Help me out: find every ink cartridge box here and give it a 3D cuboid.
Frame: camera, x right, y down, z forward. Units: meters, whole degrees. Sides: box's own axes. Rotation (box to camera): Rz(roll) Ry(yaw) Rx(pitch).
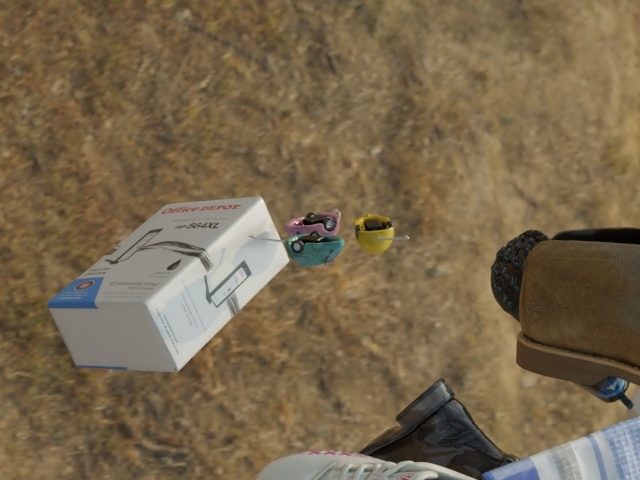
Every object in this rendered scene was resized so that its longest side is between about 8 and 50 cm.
[{"bbox_3d":[-0.152,0.042,1.469,0.203,0.148,0.086,-46,122,-42],"label":"ink cartridge box"}]

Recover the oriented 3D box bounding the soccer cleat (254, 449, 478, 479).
[{"bbox_3d":[0.071,0.295,1.689,0.143,0.331,0.116,71,30,-57],"label":"soccer cleat"}]

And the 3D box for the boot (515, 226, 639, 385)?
[{"bbox_3d":[0.288,0.058,1.093,0.112,0.305,0.115,-17,110,-54],"label":"boot"}]

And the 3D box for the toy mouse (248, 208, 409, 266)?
[{"bbox_3d":[0.000,0.000,1.443,0.143,0.161,0.031,-8,107,-10],"label":"toy mouse"}]

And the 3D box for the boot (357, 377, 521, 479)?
[{"bbox_3d":[0.161,0.326,1.857,0.229,0.263,0.091,47,34,9],"label":"boot"}]

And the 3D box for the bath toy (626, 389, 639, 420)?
[{"bbox_3d":[0.561,0.317,1.976,0.129,0.348,0.151,-26,131,-12],"label":"bath toy"}]

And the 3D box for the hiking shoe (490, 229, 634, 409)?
[{"bbox_3d":[0.322,0.108,1.962,0.132,0.113,0.304,50,12,-36],"label":"hiking shoe"}]

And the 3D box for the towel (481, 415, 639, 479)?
[{"bbox_3d":[0.308,0.290,1.438,0.285,0.034,0.209,-13,80,-28],"label":"towel"}]
